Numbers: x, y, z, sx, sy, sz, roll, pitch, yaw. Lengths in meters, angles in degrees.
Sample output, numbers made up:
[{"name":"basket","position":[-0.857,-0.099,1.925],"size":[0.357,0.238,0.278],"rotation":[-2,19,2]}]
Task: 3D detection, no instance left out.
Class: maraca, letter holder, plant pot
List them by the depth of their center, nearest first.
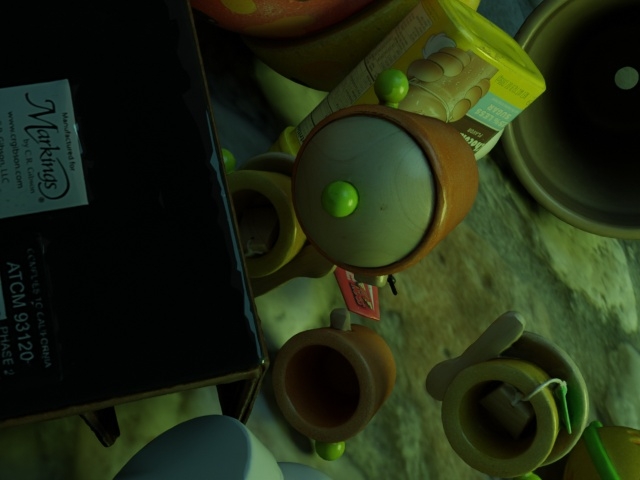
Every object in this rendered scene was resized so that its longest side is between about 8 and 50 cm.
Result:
[{"name":"letter holder","position":[-0.136,-0.044,0.549],"size":[0.152,0.214,0.302],"rotation":[-11,74,-9]},{"name":"maraca","position":[0.244,0.200,0.830],"size":[0.127,0.099,0.186],"rotation":[62,12,6]},{"name":"plant pot","position":[0.317,-0.156,1.074],"size":[0.263,0.263,0.229],"rotation":[51,21,-5]}]

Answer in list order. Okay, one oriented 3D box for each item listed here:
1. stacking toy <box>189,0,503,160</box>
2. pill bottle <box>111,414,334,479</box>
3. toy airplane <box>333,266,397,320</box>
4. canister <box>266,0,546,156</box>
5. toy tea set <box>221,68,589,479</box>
[{"name":"stacking toy","position":[0.018,-0.230,0.788],"size":[0.480,0.351,0.350],"rotation":[48,35,-34]},{"name":"pill bottle","position":[-0.010,0.186,0.505],"size":[0.216,0.121,0.121],"rotation":[53,35,-28]},{"name":"toy airplane","position":[0.000,0.000,0.766],"size":[0.151,0.028,0.151],"rotation":[36,28,-23]},{"name":"canister","position":[0.062,-0.086,0.753],"size":[0.126,0.170,0.073],"rotation":[19,37,-45]},{"name":"toy tea set","position":[0.034,0.074,0.618],"size":[0.124,0.200,0.336],"rotation":[-18,82,-60]}]
